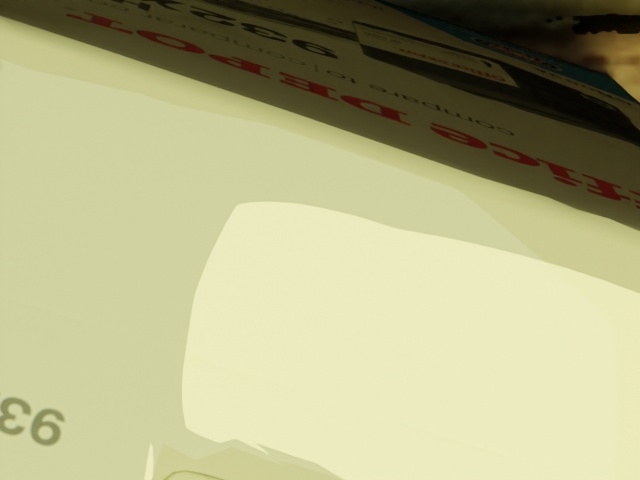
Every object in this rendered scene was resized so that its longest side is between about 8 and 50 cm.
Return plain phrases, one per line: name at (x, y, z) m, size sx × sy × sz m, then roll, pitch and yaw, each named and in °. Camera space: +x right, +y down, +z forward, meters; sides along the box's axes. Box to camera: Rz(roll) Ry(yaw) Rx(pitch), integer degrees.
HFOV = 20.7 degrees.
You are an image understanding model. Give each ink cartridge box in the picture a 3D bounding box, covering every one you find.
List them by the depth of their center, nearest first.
ink cartridge box at (0.000, 0.000, 0.536) m, size 0.223 × 0.307 × 0.129 m, roll 18°, pitch 104°, yaw -7°
